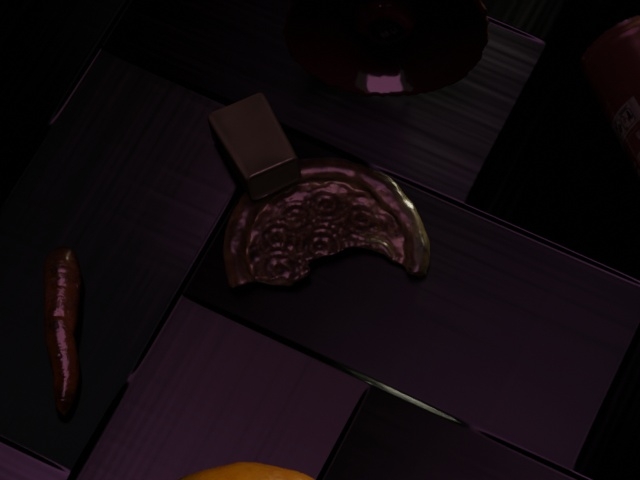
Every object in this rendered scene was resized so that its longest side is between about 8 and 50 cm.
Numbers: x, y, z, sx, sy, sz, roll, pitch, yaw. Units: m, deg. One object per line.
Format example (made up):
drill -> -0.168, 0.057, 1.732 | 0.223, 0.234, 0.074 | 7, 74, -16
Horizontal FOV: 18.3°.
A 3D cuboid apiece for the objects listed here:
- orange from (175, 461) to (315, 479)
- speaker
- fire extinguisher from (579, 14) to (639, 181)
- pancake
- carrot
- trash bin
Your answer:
orange -> -0.067, 0.302, 1.650 | 0.240, 0.171, 0.240 | 2, 75, -8
speaker -> 0.025, -0.329, 1.937 | 0.259, 0.198, 0.329 | 9, 57, -21
fire extinguisher -> 0.339, -0.040, 1.851 | 0.147, 0.106, 0.337 | -30, 65, 15
pancake -> 0.000, 0.000, 1.876 | 0.190, 0.020, 0.184 | -39, 71, -16
carrot -> -0.238, 0.081, 1.834 | 0.035, 0.036, 0.165 | -2, 67, 0
trash bin -> -0.061, -0.089, 1.893 | 0.061, 0.043, 0.092 | -24, 51, -10
